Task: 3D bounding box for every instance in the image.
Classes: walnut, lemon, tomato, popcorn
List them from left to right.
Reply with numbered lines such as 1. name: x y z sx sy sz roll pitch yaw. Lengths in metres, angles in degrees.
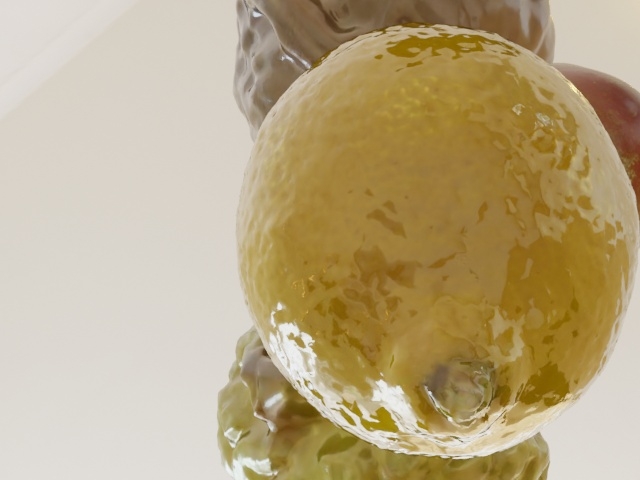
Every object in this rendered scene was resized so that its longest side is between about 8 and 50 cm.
1. popcorn: 0.040 0.118 0.647 0.206 0.237 0.251 -15 -47 -28
2. walnut: 0.050 -0.150 0.723 0.273 0.273 0.227 -38 -35 0
3. lemon: 0.052 -0.002 0.431 0.187 0.187 0.244 -49 24 33
4. tomato: 0.298 -0.083 1.162 0.223 0.270 0.270 -32 -16 -12

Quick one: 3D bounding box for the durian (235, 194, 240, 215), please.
1. durian: -0.009 0.003 1.067 0.187 0.260 0.154 10 -18 -8
